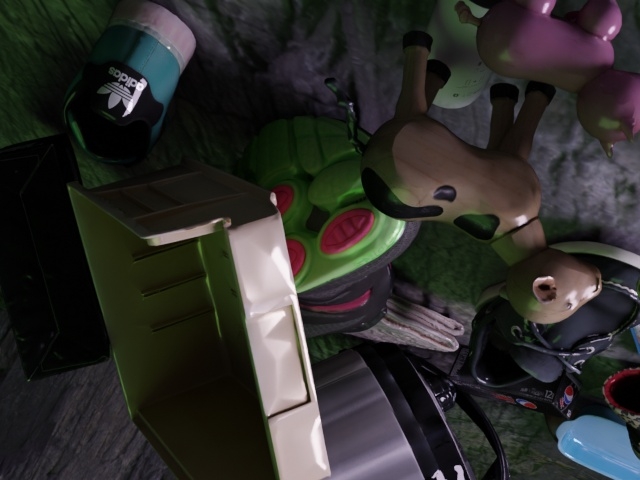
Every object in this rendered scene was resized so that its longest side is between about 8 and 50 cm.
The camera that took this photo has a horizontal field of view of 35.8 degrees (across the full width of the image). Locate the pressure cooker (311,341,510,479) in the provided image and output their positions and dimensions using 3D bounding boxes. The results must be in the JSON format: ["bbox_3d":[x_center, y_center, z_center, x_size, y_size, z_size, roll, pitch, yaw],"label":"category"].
[{"bbox_3d":[0.057,0.349,1.434,0.375,0.421,0.369,113,132,-80],"label":"pressure cooker"}]

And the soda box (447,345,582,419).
[{"bbox_3d":[0.262,0.191,1.342,0.169,0.053,0.060,9,156,43],"label":"soda box"}]

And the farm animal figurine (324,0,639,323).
[{"bbox_3d":[0.208,-0.010,0.569,0.330,0.172,0.327,-3,154,44],"label":"farm animal figurine"}]

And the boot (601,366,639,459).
[{"bbox_3d":[0.452,0.230,1.148,0.236,0.085,0.178,11,155,41],"label":"boot"}]

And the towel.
[{"bbox_3d":[0.040,0.098,1.346,0.187,0.049,0.282,27,165,-36],"label":"towel"}]

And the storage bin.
[{"bbox_3d":[-0.111,0.078,0.903,0.260,0.123,0.262,26,130,60],"label":"storage bin"}]

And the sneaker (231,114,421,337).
[{"bbox_3d":[0.000,0.000,1.047,0.202,0.185,0.483,5,167,-18],"label":"sneaker"}]

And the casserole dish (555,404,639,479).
[{"bbox_3d":[0.420,0.284,1.367,0.189,0.037,0.114,23,136,5],"label":"casserole dish"}]

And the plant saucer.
[{"bbox_3d":[0.425,0.308,1.480,0.199,0.036,0.198,23,163,8],"label":"plant saucer"}]

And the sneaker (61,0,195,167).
[{"bbox_3d":[-0.205,-0.126,0.977,0.108,0.121,0.302,29,162,-7],"label":"sneaker"}]

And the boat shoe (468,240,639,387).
[{"bbox_3d":[0.231,0.092,1.012,0.127,0.113,0.340,29,162,-10],"label":"boat shoe"}]

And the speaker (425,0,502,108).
[{"bbox_3d":[0.098,-0.138,0.645,0.055,0.055,0.136,25,162,3],"label":"speaker"}]

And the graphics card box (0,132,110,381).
[{"bbox_3d":[-0.311,0.000,1.142,0.094,0.232,0.371,-14,-169,-11],"label":"graphics card box"}]

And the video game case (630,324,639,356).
[{"bbox_3d":[0.411,0.125,1.024,0.166,0.015,0.119,14,159,31],"label":"video game case"}]
